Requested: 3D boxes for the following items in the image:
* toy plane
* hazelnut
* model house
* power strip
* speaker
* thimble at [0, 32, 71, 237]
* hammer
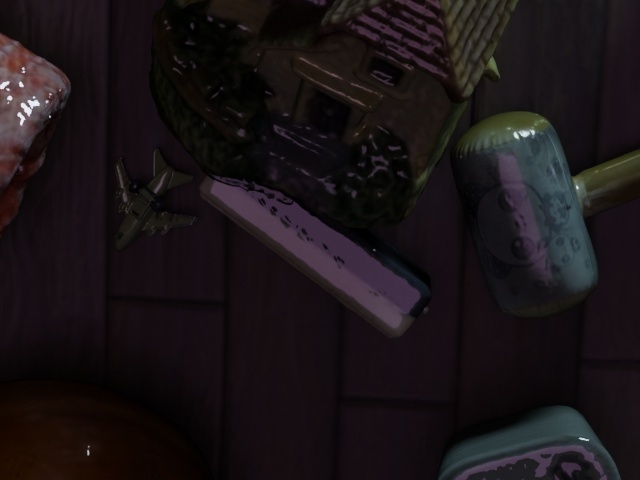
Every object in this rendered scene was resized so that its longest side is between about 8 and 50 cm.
[{"bbox_3d":[-0.176,-0.035,1.784,0.102,0.040,0.111,38,98,16],"label":"toy plane"},{"bbox_3d":[-0.266,0.313,1.720,0.372,0.315,0.372,-6,117,-12],"label":"hazelnut"},{"bbox_3d":[0.013,-0.201,1.593,0.321,0.266,0.261,26,58,1],"label":"model house"},{"bbox_3d":[0.000,0.000,1.745,0.257,0.105,0.070,36,100,-3],"label":"power strip"},{"bbox_3d":[0.238,0.369,1.749,0.183,0.184,0.406,-16,98,5],"label":"speaker"},{"bbox_3d":[-0.352,-0.093,1.691,0.162,0.239,0.239,28,99,-3],"label":"thimble"},{"bbox_3d":[0.290,-0.055,1.733,0.305,0.113,0.202,-19,100,-3],"label":"hammer"}]
